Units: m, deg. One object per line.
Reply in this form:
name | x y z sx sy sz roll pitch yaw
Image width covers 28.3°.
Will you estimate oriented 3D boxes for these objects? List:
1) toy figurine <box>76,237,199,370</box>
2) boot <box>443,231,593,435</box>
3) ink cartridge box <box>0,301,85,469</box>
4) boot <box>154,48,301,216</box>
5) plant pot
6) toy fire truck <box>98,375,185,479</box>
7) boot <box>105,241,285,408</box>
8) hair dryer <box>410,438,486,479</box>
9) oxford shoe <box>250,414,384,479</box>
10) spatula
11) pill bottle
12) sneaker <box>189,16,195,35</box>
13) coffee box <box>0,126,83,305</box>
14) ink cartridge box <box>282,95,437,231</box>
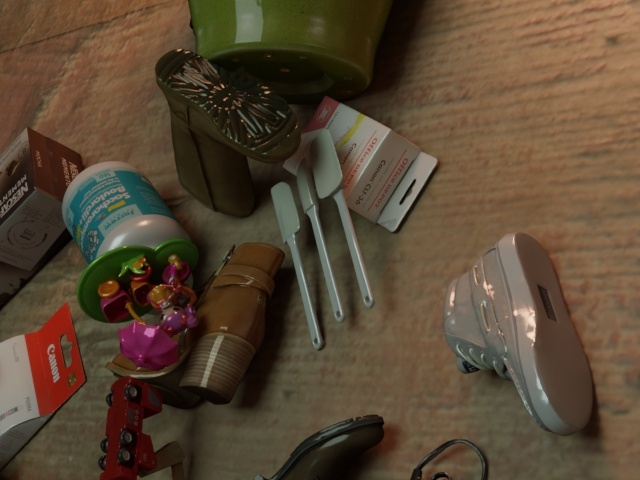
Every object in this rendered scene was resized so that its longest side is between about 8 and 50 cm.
toy figurine | -0.210 0.094 1.636 0.173 0.130 0.159 -26 45 -8
boot | 0.201 0.118 1.343 0.123 0.095 0.258 -40 35 31
ink cartridge box | -0.479 0.224 2.012 0.232 0.066 0.189 -48 41 21
boot | -0.113 -0.116 1.705 0.236 0.269 0.089 39 68 23
plant pot | -0.040 -0.382 1.717 0.366 0.366 0.353 -7 73 44
toy fire truck | -0.218 0.282 1.637 0.047 0.135 0.192 -25 50 37
boot | -0.169 0.107 1.721 0.283 0.109 0.220 -13 50 55
hair dryer | 0.102 0.369 1.319 0.293 0.080 0.223 -47 25 7
oxford shoe | -0.002 0.284 1.468 0.227 0.083 0.096 -43 62 21
spatula | 0.000 0.000 1.596 0.168 0.019 0.242 -41 55 45
pill bottle | -0.275 0.001 1.858 0.146 0.146 0.264 -53 40 9
sneaker | -0.124 -0.362 1.980 0.217 0.079 0.121 -8 65 53
coffee box | -0.535 -0.026 2.169 0.297 0.119 0.168 -41 42 22
ink cartridge box | 0.049 -0.100 1.638 0.198 0.067 0.115 33 93 50
